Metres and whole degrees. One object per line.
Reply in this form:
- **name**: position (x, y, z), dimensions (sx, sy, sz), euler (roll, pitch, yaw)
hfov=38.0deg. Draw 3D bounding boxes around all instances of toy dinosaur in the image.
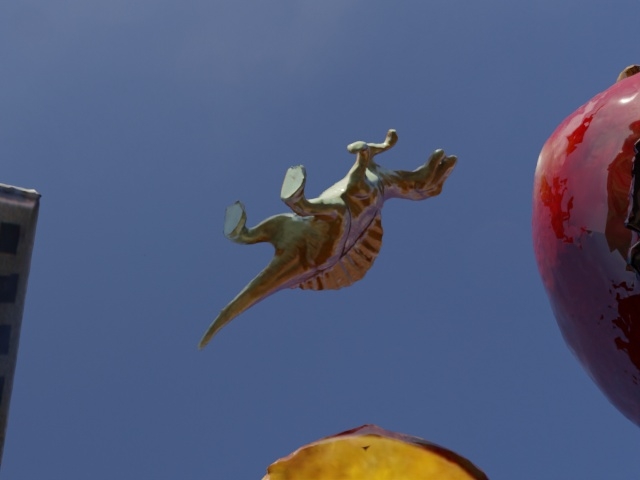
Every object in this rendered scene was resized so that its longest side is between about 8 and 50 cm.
- **toy dinosaur**: position (0.001, -0.002, 0.700), dimensions (0.142, 0.057, 0.212), euler (24, -75, -43)

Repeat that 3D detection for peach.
- **peach**: position (0.293, 0.025, 0.654), dimensions (0.258, 0.201, 0.361), euler (-35, -86, -12)

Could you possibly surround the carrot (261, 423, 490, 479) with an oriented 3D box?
- **carrot**: position (0.009, 0.275, 0.606), dimensions (0.224, 0.340, 0.224), euler (8, -133, -9)

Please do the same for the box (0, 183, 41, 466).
- **box**: position (-0.205, 0.048, 0.239), dimensions (0.047, 0.325, 0.180), euler (5, -94, 24)
